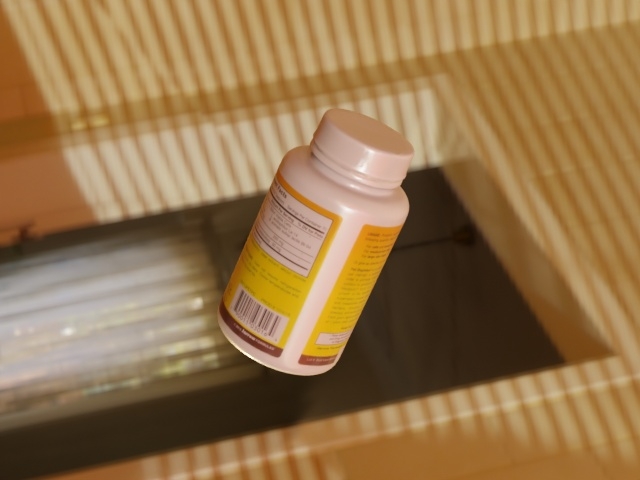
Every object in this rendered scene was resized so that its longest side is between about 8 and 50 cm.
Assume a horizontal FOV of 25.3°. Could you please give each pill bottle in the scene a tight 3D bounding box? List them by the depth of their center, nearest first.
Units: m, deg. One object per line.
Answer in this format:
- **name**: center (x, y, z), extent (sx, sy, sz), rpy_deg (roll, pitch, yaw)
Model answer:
- **pill bottle**: center (0.000, 0.000, 1.223), extent (0.215, 0.117, 0.117), rpy_deg (-65, -155, 21)
